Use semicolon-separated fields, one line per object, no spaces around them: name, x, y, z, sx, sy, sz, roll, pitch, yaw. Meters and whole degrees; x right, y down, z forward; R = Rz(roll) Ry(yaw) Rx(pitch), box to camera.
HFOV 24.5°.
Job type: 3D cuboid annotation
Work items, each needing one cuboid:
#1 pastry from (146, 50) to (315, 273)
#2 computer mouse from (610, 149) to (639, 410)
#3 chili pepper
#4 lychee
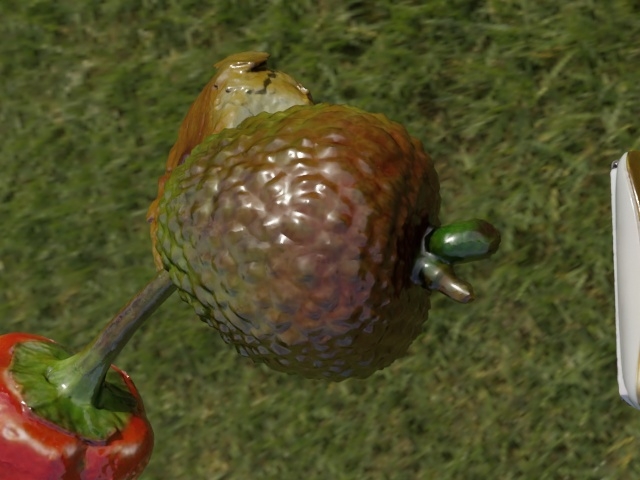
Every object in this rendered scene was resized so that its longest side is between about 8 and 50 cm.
pastry;-0.071;-0.043;1.224;0.229;0.100;0.218;-70;19;2
computer mouse;0.307;0.037;1.320;0.056;0.126;0.245;-13;69;39
chili pepper;-0.170;0.127;0.872;0.131;0.134;0.338;31;122;28
lychee;0.000;0.000;0.602;0.147;0.114;0.114;12;109;22
